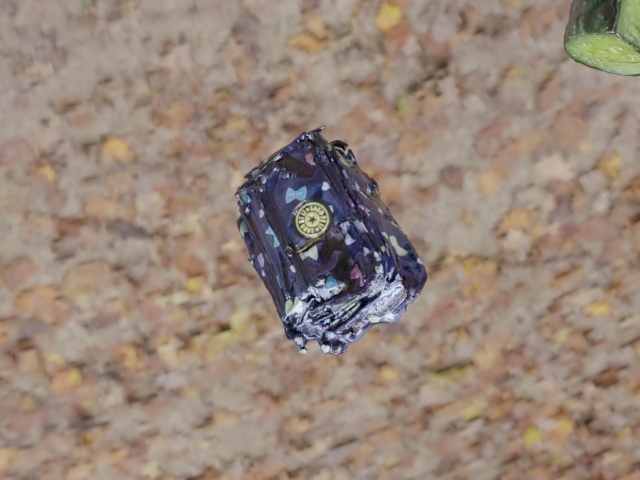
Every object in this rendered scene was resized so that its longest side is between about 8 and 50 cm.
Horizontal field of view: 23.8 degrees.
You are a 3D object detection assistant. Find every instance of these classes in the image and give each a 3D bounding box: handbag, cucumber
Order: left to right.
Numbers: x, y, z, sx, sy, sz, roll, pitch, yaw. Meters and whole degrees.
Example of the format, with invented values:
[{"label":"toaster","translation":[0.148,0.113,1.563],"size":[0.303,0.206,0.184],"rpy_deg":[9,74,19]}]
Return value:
[{"label":"handbag","translation":[0.000,0.000,1.687],"size":[0.162,0.260,0.113],"rpy_deg":[-38,150,20]},{"label":"cucumber","translation":[0.222,-0.223,1.049],"size":[0.078,0.211,0.062],"rpy_deg":[24,166,-39]}]
